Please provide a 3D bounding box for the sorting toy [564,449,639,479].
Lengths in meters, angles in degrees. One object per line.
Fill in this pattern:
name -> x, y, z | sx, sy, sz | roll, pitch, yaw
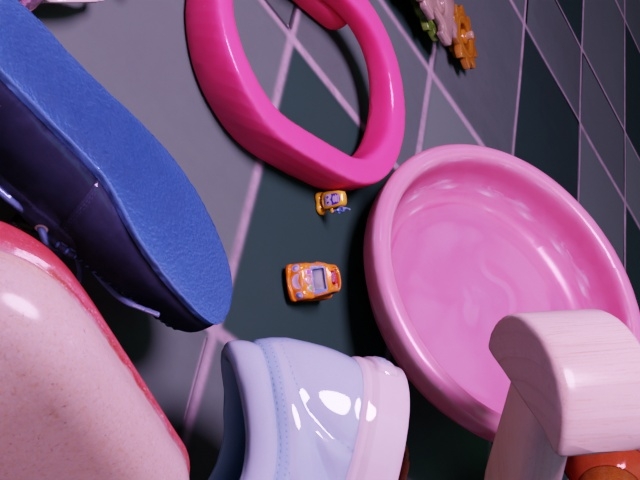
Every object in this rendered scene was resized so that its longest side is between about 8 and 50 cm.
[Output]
sorting toy -> 0.252, 0.195, 1.052 | 0.365, 0.127, 0.126 | 50, 31, -12

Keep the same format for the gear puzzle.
gear puzzle -> 0.117, -0.335, 1.143 | 0.339, 0.044, 0.176 | 45, 43, -45

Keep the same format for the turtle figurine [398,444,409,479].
turtle figurine -> 0.032, 0.251, 0.770 | 0.217, 0.087, 0.270 | 49, 42, -37

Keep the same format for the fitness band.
fitness band -> -0.010, -0.160, 0.871 | 0.290, 0.054, 0.209 | 23, 62, -51

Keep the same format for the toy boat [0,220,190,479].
toy boat -> -0.171, 0.077, 0.483 | 0.151, 0.151, 0.231 | 55, -11, 49

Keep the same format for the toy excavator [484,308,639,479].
toy excavator -> 0.171, 0.335, 0.752 | 0.222, 0.433, 0.445 | -2, 55, -17

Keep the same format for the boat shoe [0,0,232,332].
boat shoe -> -0.153, -0.040, 0.585 | 0.258, 0.089, 0.109 | 55, 26, -24

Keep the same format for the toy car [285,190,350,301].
toy car -> 0.000, 0.000, 0.845 | 0.060, 0.040, 0.122 | 30, 56, -50

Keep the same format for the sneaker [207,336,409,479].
sneaker -> -0.059, 0.236, 0.598 | 0.150, 0.135, 0.366 | 18, 70, -12

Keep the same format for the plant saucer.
plant saucer -> 0.178, 0.061, 0.965 | 0.332, 0.084, 0.332 | 15, 55, -23

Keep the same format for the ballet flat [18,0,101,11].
ballet flat -> -0.155, -0.210, 0.655 | 0.221, 0.076, 0.079 | -49, 139, -46
